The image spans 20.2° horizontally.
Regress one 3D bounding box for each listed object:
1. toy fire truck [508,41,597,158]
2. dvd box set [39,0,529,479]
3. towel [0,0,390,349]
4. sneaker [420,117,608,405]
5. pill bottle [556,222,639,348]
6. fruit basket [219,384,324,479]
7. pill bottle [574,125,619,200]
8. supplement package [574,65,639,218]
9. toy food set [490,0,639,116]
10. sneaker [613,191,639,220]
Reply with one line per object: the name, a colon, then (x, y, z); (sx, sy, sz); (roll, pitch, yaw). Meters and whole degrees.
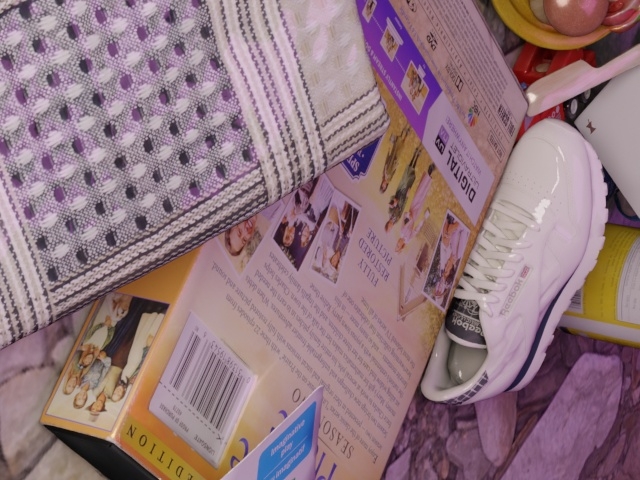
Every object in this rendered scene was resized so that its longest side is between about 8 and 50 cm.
toy fire truck: (0.176, -0.161, 1.418); (0.192, 0.047, 0.135); (-47, 136, -40)
dvd box set: (0.000, 0.000, 1.173); (0.307, 0.062, 0.420); (50, 57, -52)
towel: (-0.111, -0.121, 0.802); (0.312, 0.056, 0.324); (-28, 123, -25)
sneaker: (0.143, 0.021, 1.353); (0.095, 0.090, 0.235); (-9, 120, -46)
pill bottle: (0.292, 0.044, 1.533); (0.103, 0.184, 0.103); (-25, 120, -53)
fruit basket: (-0.085, 0.299, 0.989); (0.327, 0.165, 0.353); (-37, 146, -48)
pill bottle: (0.223, -0.062, 1.503); (0.120, 0.067, 0.067); (-33, 126, -49)
supplement package: (0.358, -0.111, 1.436); (0.203, 0.149, 0.194); (-17, 157, -38)
toy food set: (0.189, -0.210, 1.321); (0.128, 0.071, 0.218); (-19, 102, -13)
sneaker: (0.332, -0.138, 1.653); (0.275, 0.107, 0.110); (-57, 162, -24)
